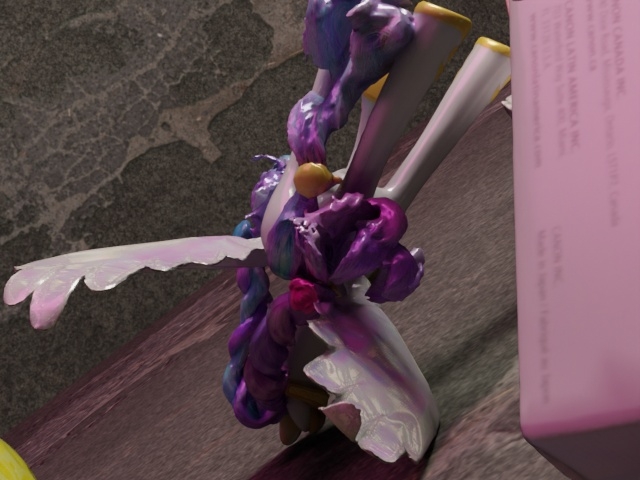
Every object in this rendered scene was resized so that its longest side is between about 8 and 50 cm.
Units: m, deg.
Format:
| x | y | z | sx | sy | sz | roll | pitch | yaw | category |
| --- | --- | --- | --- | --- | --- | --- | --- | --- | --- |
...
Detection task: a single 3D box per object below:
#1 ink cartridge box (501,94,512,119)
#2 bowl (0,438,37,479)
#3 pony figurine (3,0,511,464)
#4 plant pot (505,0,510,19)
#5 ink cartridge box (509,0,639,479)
| x | y | z | sx | sy | sz | roll | pitch | yaw | category |
| --- | --- | --- | --- | --- | --- | --- | --- | --- | --- |
| 0.310 | -0.135 | 1.164 | 0.306 | 0.131 | 0.226 | -34 | 6 | 8 | ink cartridge box |
| -0.244 | 0.256 | 0.821 | 0.289 | 0.289 | 0.156 | -36 | 50 | -17 | bowl |
| 0.000 | 0.000 | 1.063 | 0.363 | 0.303 | 0.351 | -66 | -17 | 7 | pony figurine |
| 0.289 | -0.180 | 1.426 | 0.180 | 0.201 | 0.201 | -17 | 11 | 14 | plant pot |
| 0.259 | -0.083 | 0.580 | 0.385 | 0.091 | 0.308 | -15 | 58 | 30 | ink cartridge box |
